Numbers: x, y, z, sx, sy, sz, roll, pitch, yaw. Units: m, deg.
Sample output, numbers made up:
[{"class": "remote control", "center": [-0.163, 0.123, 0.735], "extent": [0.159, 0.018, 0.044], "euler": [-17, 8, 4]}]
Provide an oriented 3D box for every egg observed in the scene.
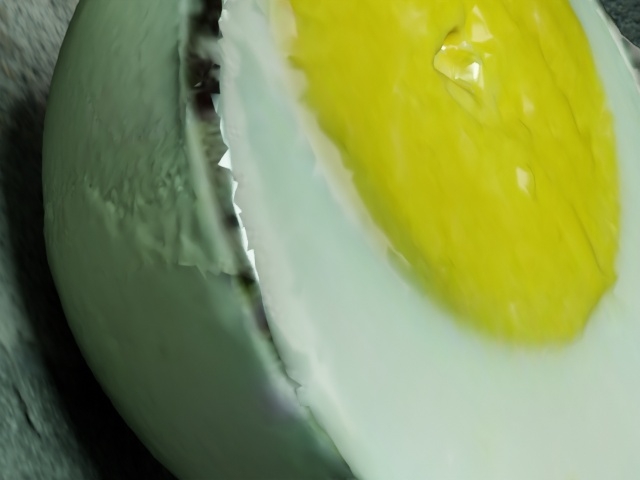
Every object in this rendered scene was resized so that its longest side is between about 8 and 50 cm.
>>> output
[{"class": "egg", "center": [0.000, 0.000, 0.768], "extent": [0.337, 0.201, 0.337], "euler": [27, 52, -41]}]
